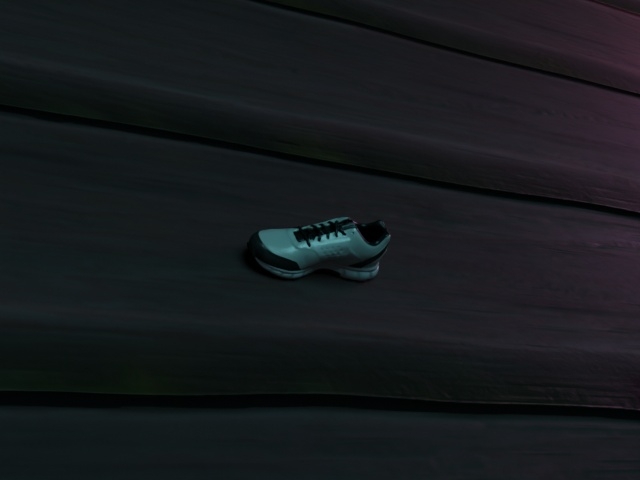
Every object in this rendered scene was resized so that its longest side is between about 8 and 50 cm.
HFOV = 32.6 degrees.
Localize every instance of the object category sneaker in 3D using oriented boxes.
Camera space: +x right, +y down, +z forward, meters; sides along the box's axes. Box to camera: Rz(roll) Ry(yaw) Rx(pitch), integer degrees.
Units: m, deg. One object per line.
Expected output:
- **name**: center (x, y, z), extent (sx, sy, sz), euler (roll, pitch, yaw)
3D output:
- **sneaker**: center (0.000, 0.000, 0.749), extent (0.109, 0.044, 0.040), euler (1, 45, -35)
